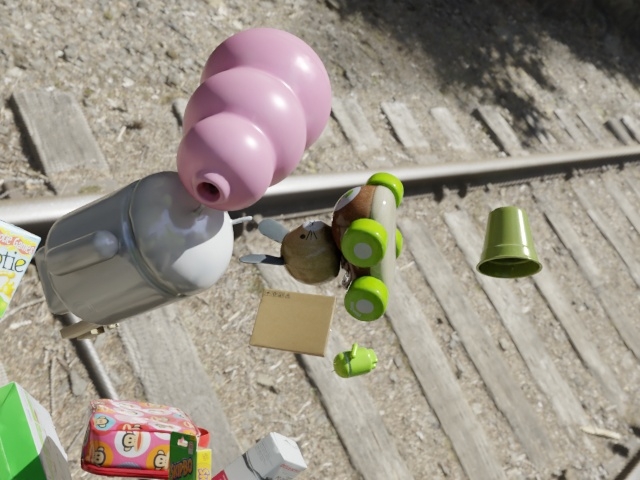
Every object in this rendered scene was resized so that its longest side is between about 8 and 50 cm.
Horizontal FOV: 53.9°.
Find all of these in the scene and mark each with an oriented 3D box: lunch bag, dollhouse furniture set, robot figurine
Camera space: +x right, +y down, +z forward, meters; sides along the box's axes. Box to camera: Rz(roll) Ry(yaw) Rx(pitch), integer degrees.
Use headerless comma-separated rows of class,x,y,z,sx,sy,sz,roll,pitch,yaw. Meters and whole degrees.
lunch bag,-0.365,0.414,1.332,0.258,0.293,0.120,9,84,-18
dollhouse furniture set,-0.629,0.188,1.695,0.123,0.144,0.151,69,13,11
robot figurine,0.083,0.306,1.574,0.115,0.101,0.067,-10,50,-18
robot figurine,-0.286,0.013,1.003,0.300,0.353,0.200,-13,83,-67

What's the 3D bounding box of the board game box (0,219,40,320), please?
board game box,-0.758,0.097,1.380,0.142,0.144,0.275,31,62,-31

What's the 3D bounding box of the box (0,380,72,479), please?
box,-0.651,0.480,1.384,0.126,0.231,0.262,-24,65,-18

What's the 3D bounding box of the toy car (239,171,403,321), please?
toy car,0.000,0.000,0.784,0.188,0.149,0.155,4,31,14

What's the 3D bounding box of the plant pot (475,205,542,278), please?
plant pot,0.247,0.000,0.829,0.083,0.083,0.079,19,63,-30

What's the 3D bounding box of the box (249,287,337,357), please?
box,-0.070,0.210,1.624,0.201,0.021,0.164,6,61,13

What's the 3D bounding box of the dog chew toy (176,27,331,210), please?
dog chew toy,-0.104,-0.167,0.913,0.206,0.206,0.332,36,42,-15

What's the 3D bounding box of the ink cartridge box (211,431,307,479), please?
ink cartridge box,-0.115,0.446,1.209,0.063,0.150,0.109,54,3,36

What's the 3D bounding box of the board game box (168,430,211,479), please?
board game box,-0.228,0.466,1.087,0.039,0.124,0.260,3,79,-35
